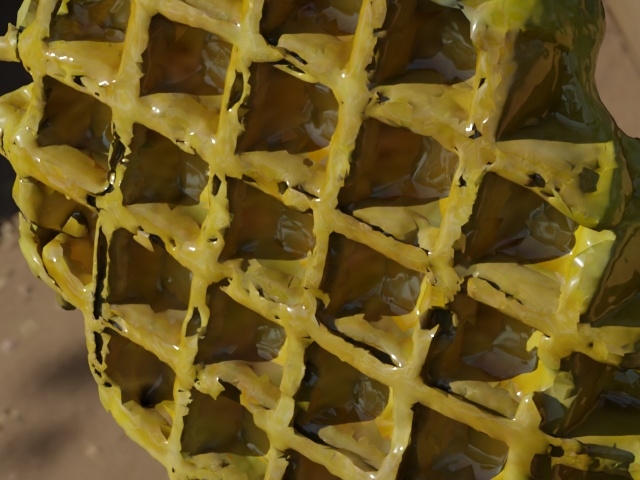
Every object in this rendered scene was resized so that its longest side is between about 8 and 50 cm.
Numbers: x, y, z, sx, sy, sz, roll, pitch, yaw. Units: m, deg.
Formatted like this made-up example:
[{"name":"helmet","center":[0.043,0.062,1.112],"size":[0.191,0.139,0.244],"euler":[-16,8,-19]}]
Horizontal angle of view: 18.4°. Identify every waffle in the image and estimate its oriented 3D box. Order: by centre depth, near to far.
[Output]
[{"name":"waffle","center":[0.000,0.000,0.952],"size":[0.379,0.382,0.095],"euler":[-29,3,41]}]
